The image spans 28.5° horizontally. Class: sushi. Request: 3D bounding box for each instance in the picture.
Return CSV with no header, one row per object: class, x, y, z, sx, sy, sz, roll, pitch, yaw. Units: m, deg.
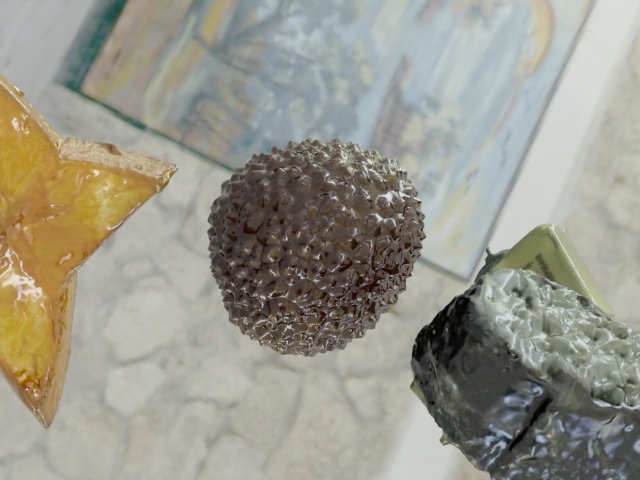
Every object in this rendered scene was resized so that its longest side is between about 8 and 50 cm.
sushi,0.273,0.174,1.353,0.171,0.350,0.211,-58,-165,33

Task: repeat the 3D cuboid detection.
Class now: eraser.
eraser,0.305,0.072,1.679,0.117,0.058,0.172,-46,-136,25

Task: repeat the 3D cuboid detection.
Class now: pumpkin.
pumpkin,-0.306,-0.007,1.217,0.290,0.258,0.095,-60,-164,0

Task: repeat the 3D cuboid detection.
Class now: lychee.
lychee,0.000,0.000,1.492,0.267,0.267,0.267,-63,-176,8

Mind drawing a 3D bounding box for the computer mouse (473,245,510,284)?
computer mouse,0.318,0.110,2.099,0.113,0.068,0.229,-40,-136,39
